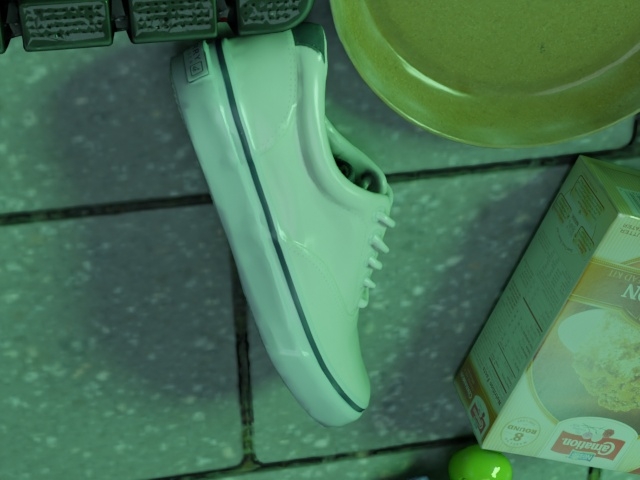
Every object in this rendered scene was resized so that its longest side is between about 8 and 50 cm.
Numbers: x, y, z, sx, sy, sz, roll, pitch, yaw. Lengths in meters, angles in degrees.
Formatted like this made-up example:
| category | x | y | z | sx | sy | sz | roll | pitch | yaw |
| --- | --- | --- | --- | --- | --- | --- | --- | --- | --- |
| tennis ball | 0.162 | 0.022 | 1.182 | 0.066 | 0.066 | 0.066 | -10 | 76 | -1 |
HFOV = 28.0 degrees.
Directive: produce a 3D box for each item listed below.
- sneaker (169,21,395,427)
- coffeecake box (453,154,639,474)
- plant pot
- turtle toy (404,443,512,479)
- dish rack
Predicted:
| category | x | y | z | sx | sy | sz | roll | pitch | yaw |
| --- | --- | --- | --- | --- | --- | --- | --- | --- | --- |
| sneaker | 0.000 | 0.000 | 0.713 | 0.091 | 0.094 | 0.258 | -16 | 126 | 5 |
| coffeecake box | 0.190 | 0.054 | 0.808 | 0.142 | 0.068 | 0.185 | 12 | 122 | -21 |
| plant pot | 0.116 | -0.156 | 0.668 | 0.236 | 0.032 | 0.236 | -6 | 125 | -9 |
| turtle toy | 0.083 | 0.194 | 0.883 | 0.095 | 0.066 | 0.130 | 34 | 111 | -30 |
| dish rack | -0.098 | -0.209 | 0.563 | 0.208 | 0.074 | 0.271 | -6 | 124 | -9 |
